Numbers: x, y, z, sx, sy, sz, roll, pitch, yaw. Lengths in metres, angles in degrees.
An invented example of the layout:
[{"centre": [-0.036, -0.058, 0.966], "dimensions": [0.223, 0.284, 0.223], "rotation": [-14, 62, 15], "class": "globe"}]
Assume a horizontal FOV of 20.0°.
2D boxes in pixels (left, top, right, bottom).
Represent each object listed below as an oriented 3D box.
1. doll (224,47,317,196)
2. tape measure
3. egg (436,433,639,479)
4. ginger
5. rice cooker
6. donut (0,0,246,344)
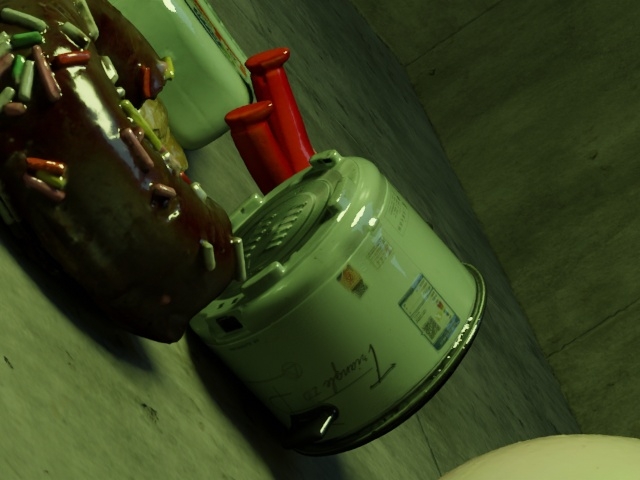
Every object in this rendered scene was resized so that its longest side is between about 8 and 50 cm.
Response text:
[{"centre": [0.000, 0.000, 1.861], "dimensions": [0.188, 0.099, 0.384], "rotation": [-79, 153, -57], "class": "doll"}, {"centre": [-0.176, -0.217, 1.905], "dimensions": [0.243, 0.125, 0.246], "rotation": [53, 10, -14], "class": "tape measure"}, {"centre": [0.172, 0.313, 1.412], "dimensions": [0.339, 0.354, 0.354], "rotation": [20, 31, -33], "class": "egg"}, {"centre": [-0.171, -0.108, 1.760], "dimensions": [0.165, 0.067, 0.096], "rotation": [47, -7, -37], "class": "ginger"}, {"centre": [0.019, 0.066, 1.661], "dimensions": [0.227, 0.241, 0.280], "rotation": [47, 46, -20], "class": "rice cooker"}, {"centre": [-0.199, -0.102, 1.481], "dimensions": [0.259, 0.136, 0.345], "rotation": [48, 12, -47], "class": "donut"}]
